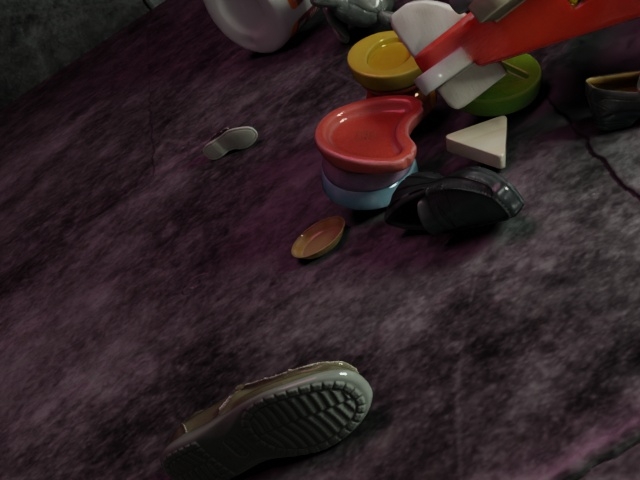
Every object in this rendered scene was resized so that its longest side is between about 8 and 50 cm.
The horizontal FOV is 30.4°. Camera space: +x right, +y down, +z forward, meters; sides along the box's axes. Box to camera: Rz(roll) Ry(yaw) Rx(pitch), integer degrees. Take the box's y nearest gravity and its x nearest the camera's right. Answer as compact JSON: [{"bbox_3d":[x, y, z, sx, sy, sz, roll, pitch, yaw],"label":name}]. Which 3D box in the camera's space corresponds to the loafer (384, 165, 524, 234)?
[{"bbox_3d":[0.153,-0.038,1.378,0.078,0.076,0.223,-49,23,-18],"label":"loafer"}]

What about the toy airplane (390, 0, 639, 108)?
[{"bbox_3d":[0.260,-0.323,1.424,0.384,0.272,0.386,-21,11,-22],"label":"toy airplane"}]

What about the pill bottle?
[{"bbox_3d":[-0.053,-0.593,2.481,0.224,0.224,0.392,-3,39,50],"label":"pill bottle"}]

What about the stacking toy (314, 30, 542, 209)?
[{"bbox_3d":[0.150,-0.146,1.600,0.280,0.130,0.309,7,44,20],"label":"stacking toy"}]

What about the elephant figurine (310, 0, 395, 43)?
[{"bbox_3d":[0.057,-0.459,2.200,0.169,0.186,0.239,0,-4,-4],"label":"elephant figurine"}]

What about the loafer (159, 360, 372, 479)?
[{"bbox_3d":[-0.059,0.176,1.220,0.251,0.094,0.087,-24,30,24],"label":"loafer"}]

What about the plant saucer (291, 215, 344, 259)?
[{"bbox_3d":[0.000,0.000,1.567,0.083,0.015,0.083,-29,25,15],"label":"plant saucer"}]

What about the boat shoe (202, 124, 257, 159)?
[{"bbox_3d":[-0.155,-0.179,2.068,0.125,0.046,0.038,-25,29,41],"label":"boat shoe"}]

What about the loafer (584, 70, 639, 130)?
[{"bbox_3d":[0.381,-0.175,1.343,0.170,0.061,0.062,-15,30,36],"label":"loafer"}]
